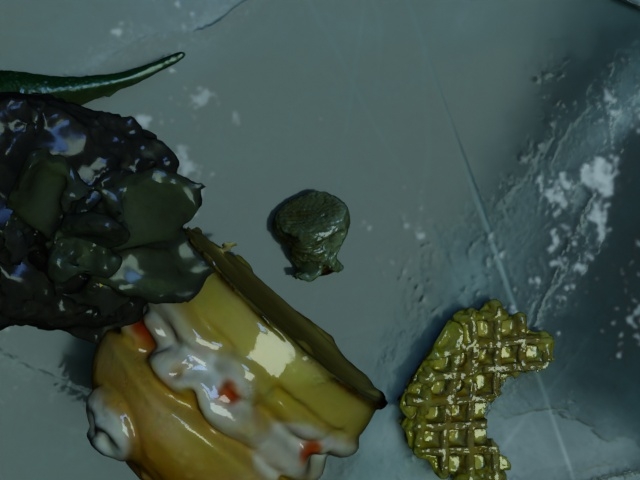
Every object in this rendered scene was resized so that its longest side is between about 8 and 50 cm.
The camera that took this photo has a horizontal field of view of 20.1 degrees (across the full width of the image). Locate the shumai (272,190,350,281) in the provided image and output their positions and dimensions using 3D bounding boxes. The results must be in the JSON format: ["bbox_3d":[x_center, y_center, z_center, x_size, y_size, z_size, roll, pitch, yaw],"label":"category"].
[{"bbox_3d":[0.000,0.000,1.858,0.083,0.082,0.080,-13,136,17],"label":"shumai"}]

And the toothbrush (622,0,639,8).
[{"bbox_3d":[0.325,-0.269,1.922,0.342,0.025,0.030,20,83,-13],"label":"toothbrush"}]

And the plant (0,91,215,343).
[{"bbox_3d":[-0.231,-0.015,1.599,0.215,0.312,0.213,11,100,-28],"label":"plant"}]

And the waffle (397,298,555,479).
[{"bbox_3d":[0.167,0.162,1.904,0.149,0.051,0.194,35,81,-12],"label":"waffle"}]

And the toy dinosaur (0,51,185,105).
[{"bbox_3d":[-0.378,-0.163,1.748,0.447,0.087,0.301,-32,99,-11],"label":"toy dinosaur"}]

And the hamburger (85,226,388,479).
[{"bbox_3d":[-0.105,0.147,1.748,0.276,0.276,0.237,41,95,-12],"label":"hamburger"}]
